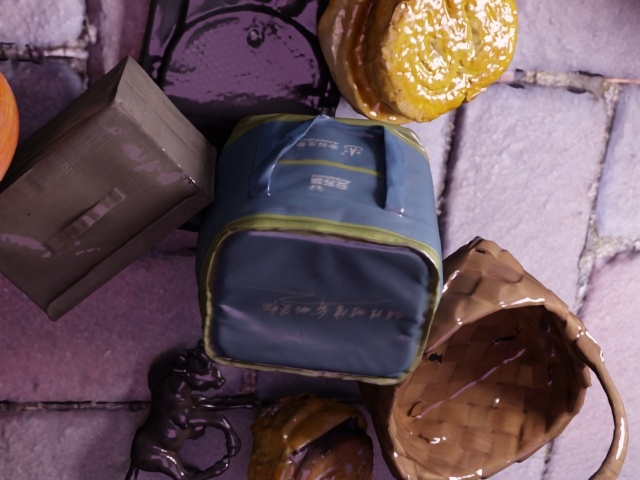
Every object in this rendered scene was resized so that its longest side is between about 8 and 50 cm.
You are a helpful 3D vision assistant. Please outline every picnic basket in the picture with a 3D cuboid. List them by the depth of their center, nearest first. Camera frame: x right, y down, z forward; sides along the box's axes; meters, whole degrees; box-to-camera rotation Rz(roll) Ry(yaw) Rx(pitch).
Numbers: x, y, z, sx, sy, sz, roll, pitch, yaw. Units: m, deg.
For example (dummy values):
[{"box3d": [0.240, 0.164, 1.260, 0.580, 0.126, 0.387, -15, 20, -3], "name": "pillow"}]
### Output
[{"box3d": [0.213, 0.209, 1.273, 0.293, 0.337, 0.337, -33, 115, 2], "name": "picnic basket"}]

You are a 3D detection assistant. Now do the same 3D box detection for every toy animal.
[{"box3d": [-0.177, 0.237, 1.365, 0.148, 0.084, 0.232, 30, 103, -10], "name": "toy animal"}]

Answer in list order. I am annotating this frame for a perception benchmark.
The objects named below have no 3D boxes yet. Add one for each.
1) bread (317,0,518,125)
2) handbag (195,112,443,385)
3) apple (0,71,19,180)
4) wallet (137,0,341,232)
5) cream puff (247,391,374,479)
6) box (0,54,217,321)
[{"box3d": [0.118, -0.235, 1.205, 0.236, 0.120, 0.198, -35, 131, -8], "name": "bread"}, {"box3d": [0.000, 0.000, 1.166, 0.263, 0.241, 0.222, 7, 124, -6], "name": "handbag"}, {"box3d": [-0.430, -0.090, 1.061, 0.242, 0.242, 0.241, 29, 79, -22], "name": "apple"}, {"box3d": [-0.094, -0.153, 1.243, 0.247, 0.041, 0.322, 9, 114, -15], "name": "wallet"}, {"box3d": [-0.022, 0.279, 1.376, 0.189, 0.129, 0.189, -23, 127, -35], "name": "cream puff"}, {"box3d": [-0.248, -0.055, 1.162, 0.231, 0.155, 0.149, -36, 114, 14], "name": "box"}]
